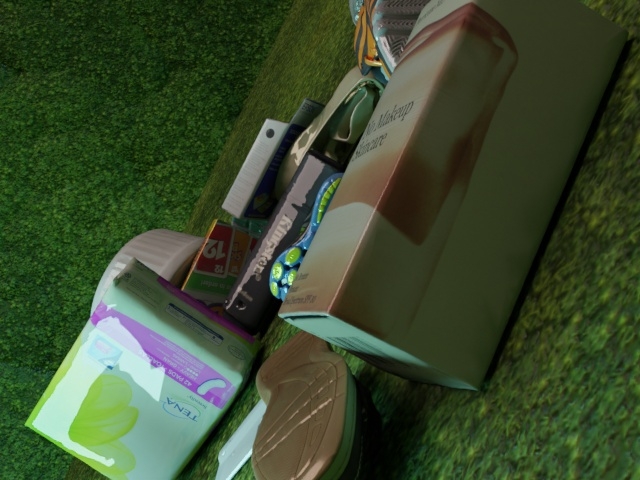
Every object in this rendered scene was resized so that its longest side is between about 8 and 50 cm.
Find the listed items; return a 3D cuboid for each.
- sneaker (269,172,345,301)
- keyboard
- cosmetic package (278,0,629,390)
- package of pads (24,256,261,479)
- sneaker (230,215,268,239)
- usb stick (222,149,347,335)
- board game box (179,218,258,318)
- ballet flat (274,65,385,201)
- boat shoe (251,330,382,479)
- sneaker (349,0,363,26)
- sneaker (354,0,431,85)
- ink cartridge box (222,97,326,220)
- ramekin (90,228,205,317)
[{"bbox_3d":[0.000,0.000,1.213,0.188,0.067,0.078,-61,-9,13],"label":"sneaker"},{"bbox_3d":[-0.065,0.208,1.120,0.256,0.014,0.072,-54,20,34],"label":"keyboard"},{"bbox_3d":[0.097,-0.047,0.740,0.296,0.129,0.153,-65,12,-13],"label":"cosmetic package"},{"bbox_3d":[-0.244,0.204,1.342,0.296,0.229,0.101,-54,5,25],"label":"package of pads"},{"bbox_3d":[-0.119,-0.031,1.678,0.224,0.083,0.098,-58,8,22],"label":"sneaker"},{"bbox_3d":[-0.051,0.003,1.356,0.278,0.077,0.045,-61,-22,8],"label":"usb stick"},{"bbox_3d":[-0.160,0.109,1.441,0.259,0.124,0.039,-64,14,-9],"label":"board game box"},{"bbox_3d":[0.017,-0.143,1.395,0.248,0.086,0.086,-58,13,14],"label":"ballet flat"},{"bbox_3d":[0.005,0.151,0.781,0.103,0.092,0.285,-43,12,2],"label":"boat shoe"},{"bbox_3d":[0.126,-0.423,1.470,0.281,0.105,0.115,-50,17,42],"label":"sneaker"},{"bbox_3d":[0.110,-0.233,1.139,0.180,0.124,0.321,97,175,-48],"label":"sneaker"},{"bbox_3d":[-0.051,-0.127,1.492,0.208,0.045,0.206,-59,-17,9],"label":"ink cartridge box"},{"bbox_3d":[-0.256,0.106,1.551,0.273,0.127,0.273,-52,-26,-38],"label":"ramekin"}]
